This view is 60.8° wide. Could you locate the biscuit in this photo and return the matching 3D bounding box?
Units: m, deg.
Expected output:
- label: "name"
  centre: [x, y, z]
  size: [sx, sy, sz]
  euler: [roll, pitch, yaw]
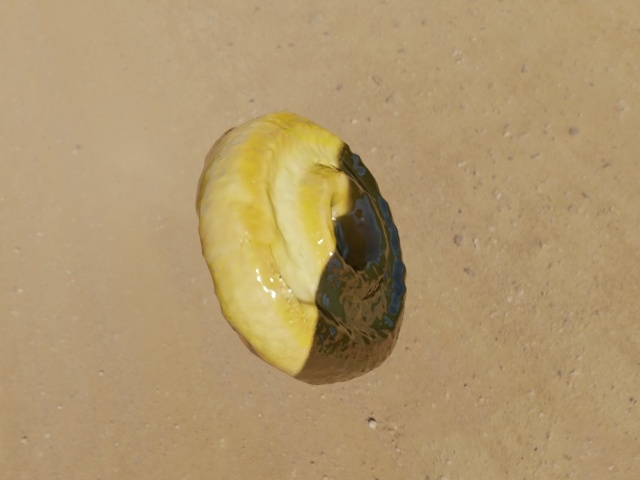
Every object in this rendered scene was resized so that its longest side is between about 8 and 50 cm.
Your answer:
- label: "biscuit"
  centre: [0.000, 0.000, 0.575]
  size: [0.102, 0.296, 0.296]
  euler: [-24, 52, 31]
